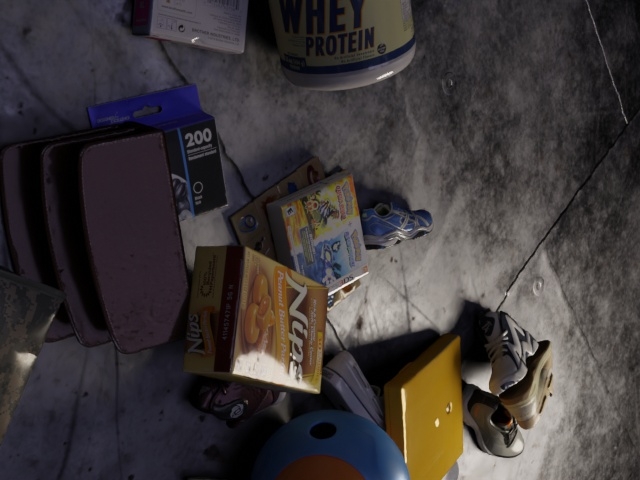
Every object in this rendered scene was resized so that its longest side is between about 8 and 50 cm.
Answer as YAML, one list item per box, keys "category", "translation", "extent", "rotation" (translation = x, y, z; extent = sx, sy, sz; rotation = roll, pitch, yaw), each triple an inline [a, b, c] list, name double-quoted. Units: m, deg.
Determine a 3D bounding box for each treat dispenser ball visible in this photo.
- category: "treat dispenser ball"
  translation: [0.017, 0.446, 1.628]
  extent: [0.288, 0.288, 0.288]
  rotation: [-9, 103, -43]

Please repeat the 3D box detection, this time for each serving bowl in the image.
- category: "serving bowl"
  translation: [0.277, 0.526, 2.074]
  extent: [0.083, 0.027, 0.083]
  rotation: [-9, 103, -42]

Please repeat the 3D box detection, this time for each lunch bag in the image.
- category: "lunch bag"
  translation: [-0.509, 0.116, 1.151]
  extent: [0.287, 0.168, 0.235]
  rotation: [31, 76, -47]

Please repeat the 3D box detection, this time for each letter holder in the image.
- category: "letter holder"
  translation: [-0.319, 0.003, 1.300]
  extent: [0.214, 0.152, 0.302]
  rotation: [-15, 108, -25]

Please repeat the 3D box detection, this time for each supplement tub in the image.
- category: "supplement tub"
  translation: [0.024, -0.435, 1.508]
  extent: [0.235, 0.235, 0.325]
  rotation: [-35, 126, -35]

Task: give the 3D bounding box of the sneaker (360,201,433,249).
- category: "sneaker"
  translation: [0.155, -0.039, 1.827]
  extent: [0.211, 0.080, 0.081]
  rotation: [-19, 101, -50]

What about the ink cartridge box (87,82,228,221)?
- category: "ink cartridge box"
  translation: [-0.250, -0.128, 1.448]
  extent: [0.206, 0.045, 0.208]
  rotation: [-22, 111, -38]

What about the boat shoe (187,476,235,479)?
- category: "boat shoe"
  translation: [-0.180, 0.434, 1.602]
  extent: [0.133, 0.048, 0.042]
  rotation: [27, 70, -48]

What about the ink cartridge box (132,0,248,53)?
- category: "ink cartridge box"
  translation: [-0.192, -0.461, 1.438]
  extent: [0.185, 0.065, 0.311]
  rotation: [2, 98, -45]

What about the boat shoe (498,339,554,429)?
- category: "boat shoe"
  translation: [0.490, 0.330, 2.139]
  extent: [0.098, 0.109, 0.302]
  rotation: [62, 28, -10]

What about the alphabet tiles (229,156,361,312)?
- category: "alphabet tiles"
  translation: [-0.039, 0.023, 1.700]
  extent: [0.342, 0.011, 0.285]
  rotation: [-38, 121, -33]

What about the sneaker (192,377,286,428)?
- category: "sneaker"
  translation: [-0.161, 0.204, 1.548]
  extent: [0.162, 0.106, 0.282]
  rotation: [-37, 121, -31]

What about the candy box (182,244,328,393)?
- category: "candy box"
  translation: [-0.089, 0.130, 1.415]
  extent: [0.316, 0.087, 0.183]
  rotation: [31, 62, -63]

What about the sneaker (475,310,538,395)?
- category: "sneaker"
  translation: [0.396, 0.237, 2.070]
  extent: [0.153, 0.094, 0.235]
  rotation: [49, 42, 1]

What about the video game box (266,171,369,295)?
- category: "video game box"
  translation: [0.000, 0.000, 1.694]
  extent: [0.187, 0.048, 0.205]
  rotation: [-29, 116, -40]

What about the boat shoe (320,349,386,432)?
- category: "boat shoe"
  translation: [0.087, 0.325, 1.818]
  extent: [0.088, 0.096, 0.268]
  rotation: [-47, 118, -23]

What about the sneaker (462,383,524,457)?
- category: "sneaker"
  translation: [0.414, 0.435, 2.138]
  extent: [0.271, 0.108, 0.100]
  rotation: [48, 62, -39]

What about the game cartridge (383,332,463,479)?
- category: "game cartridge"
  translation: [0.218, 0.376, 1.915]
  extent: [0.323, 0.052, 0.286]
  rotation: [-23, 113, -57]
